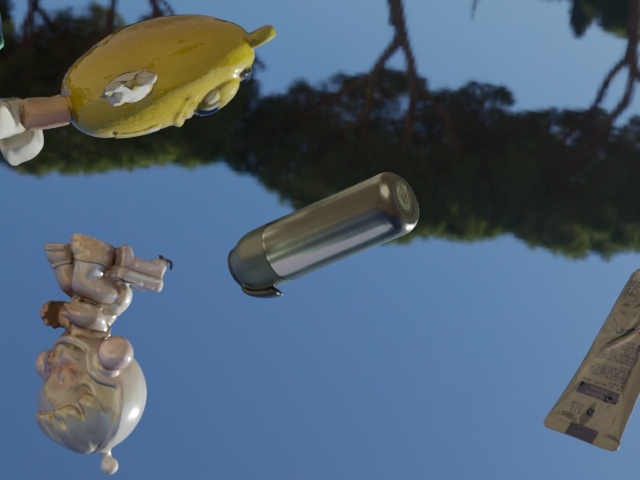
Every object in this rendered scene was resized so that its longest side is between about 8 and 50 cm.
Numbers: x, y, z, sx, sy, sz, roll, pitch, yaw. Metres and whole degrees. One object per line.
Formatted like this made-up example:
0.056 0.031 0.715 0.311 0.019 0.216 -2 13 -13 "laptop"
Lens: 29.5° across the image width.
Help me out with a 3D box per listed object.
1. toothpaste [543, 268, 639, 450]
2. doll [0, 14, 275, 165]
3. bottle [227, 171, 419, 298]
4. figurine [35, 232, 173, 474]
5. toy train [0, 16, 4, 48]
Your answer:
0.361 0.121 1.437 0.096 0.061 0.266 16 -113 40 "toothpaste"
-0.304 -0.214 1.742 0.423 0.161 0.348 -13 -169 28 "doll"
0.000 0.000 1.488 0.254 0.096 0.079 -22 155 30 "bottle"
-0.259 0.131 1.375 0.182 0.256 0.144 2 170 28 "figurine"
-0.303 -0.108 0.641 0.194 0.120 0.298 -27 -175 6 "toy train"
